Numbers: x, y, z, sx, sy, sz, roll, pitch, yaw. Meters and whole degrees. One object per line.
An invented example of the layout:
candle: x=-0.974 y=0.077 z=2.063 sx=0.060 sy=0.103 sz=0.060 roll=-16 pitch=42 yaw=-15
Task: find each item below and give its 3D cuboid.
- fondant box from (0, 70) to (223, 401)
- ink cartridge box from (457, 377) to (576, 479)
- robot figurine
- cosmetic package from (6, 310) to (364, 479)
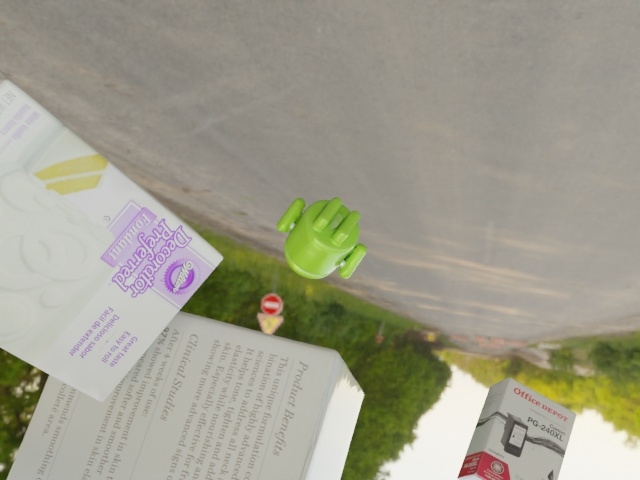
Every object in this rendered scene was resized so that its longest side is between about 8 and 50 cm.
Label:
fondant box: x=-0.312 y=0.006 z=0.795 sx=0.330 sy=0.238 sz=0.096 roll=44 pitch=172 yaw=-37
ink cartridge box: x=0.269 y=0.279 z=0.930 sx=0.109 sy=0.150 sz=0.063 roll=29 pitch=151 yaw=1
robot figurine: x=0.000 y=0.000 z=0.757 sx=0.101 sy=0.067 sz=0.115 roll=35 pitch=143 yaw=-2
cosmetic package: x=-0.177 y=0.308 z=1.026 sx=0.394 sy=0.329 sz=0.327 roll=13 pitch=161 yaw=14
